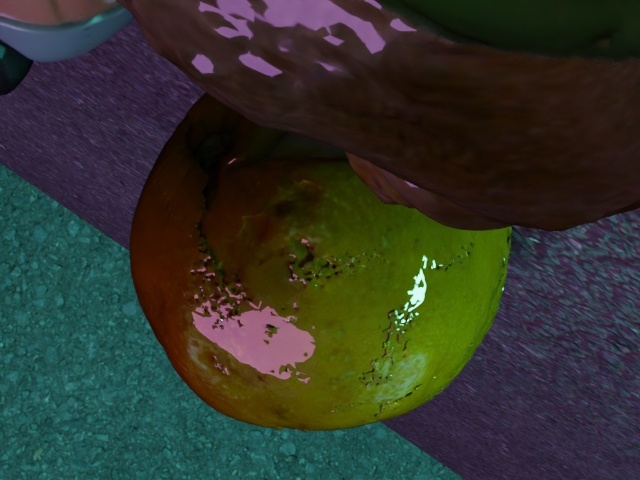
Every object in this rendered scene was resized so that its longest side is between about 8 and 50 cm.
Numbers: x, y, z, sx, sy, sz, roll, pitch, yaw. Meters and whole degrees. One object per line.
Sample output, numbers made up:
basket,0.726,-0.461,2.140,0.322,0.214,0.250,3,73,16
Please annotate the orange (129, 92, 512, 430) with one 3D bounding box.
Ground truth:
orange,0.000,0.000,0.740,0.240,0.240,0.240,31,169,7

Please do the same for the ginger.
ginger,0.042,-0.077,0.442,0.276,0.130,0.221,15,163,-6

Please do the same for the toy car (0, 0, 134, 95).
toy car,-0.166,-0.210,0.493,0.271,0.180,0.212,31,158,4
